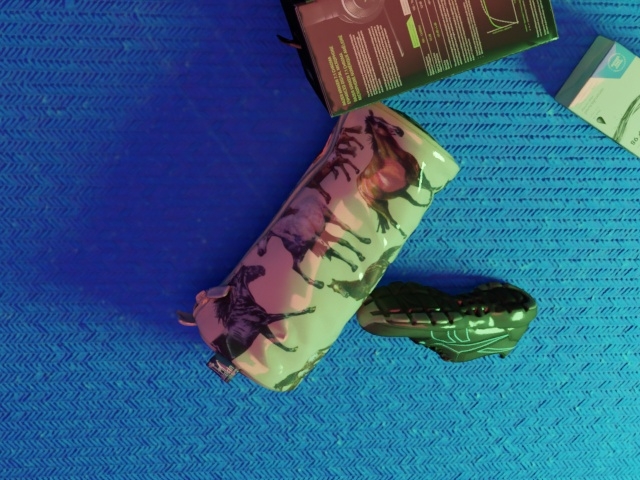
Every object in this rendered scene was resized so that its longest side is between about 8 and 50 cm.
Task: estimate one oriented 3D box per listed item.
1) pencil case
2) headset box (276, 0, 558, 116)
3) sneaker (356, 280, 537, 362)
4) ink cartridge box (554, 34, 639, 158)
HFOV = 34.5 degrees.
[{"bbox_3d":[0.000,0.000,1.313,0.184,0.160,0.410,30,103,-26],"label":"pencil case"},{"bbox_3d":[0.090,-0.263,1.191,0.283,0.246,0.131,-19,110,1],"label":"headset box"},{"bbox_3d":[0.169,0.121,1.392,0.267,0.101,0.106,2,122,-23],"label":"sneaker"},{"bbox_3d":[0.414,-0.176,1.359,0.180,0.060,0.104,30,102,-16],"label":"ink cartridge box"}]
